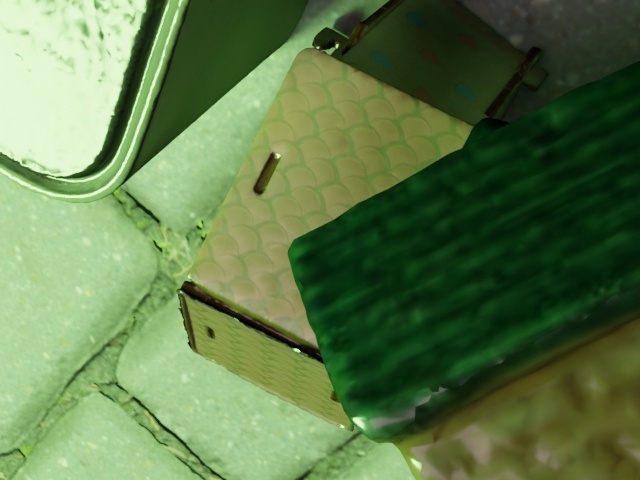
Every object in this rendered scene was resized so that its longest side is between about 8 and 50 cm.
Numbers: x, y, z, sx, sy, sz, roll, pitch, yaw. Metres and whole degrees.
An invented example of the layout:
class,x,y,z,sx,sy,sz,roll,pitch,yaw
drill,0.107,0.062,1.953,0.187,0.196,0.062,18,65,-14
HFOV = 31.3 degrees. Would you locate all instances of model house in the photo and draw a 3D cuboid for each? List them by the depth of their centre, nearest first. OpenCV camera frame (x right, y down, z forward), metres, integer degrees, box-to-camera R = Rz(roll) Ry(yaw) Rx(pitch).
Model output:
class,x,y,z,sx,sy,sz,roll,pitch,yaw
model house,0.207,0.016,0.559,0.382,0.334,0.343,-30,91,4
model house,0.000,0.000,0.770,0.169,0.244,0.326,28,128,4

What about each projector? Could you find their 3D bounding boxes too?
class,x,y,z,sx,sy,sz,roll,pitch,yaw
projector,-0.143,-0.208,0.707,0.248,0.249,0.248,30,128,6
